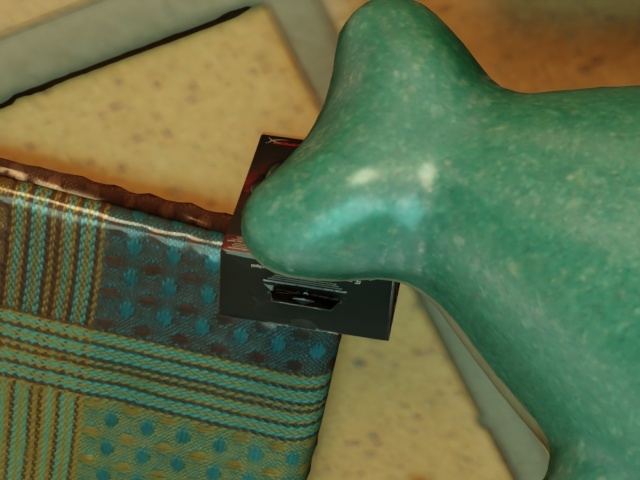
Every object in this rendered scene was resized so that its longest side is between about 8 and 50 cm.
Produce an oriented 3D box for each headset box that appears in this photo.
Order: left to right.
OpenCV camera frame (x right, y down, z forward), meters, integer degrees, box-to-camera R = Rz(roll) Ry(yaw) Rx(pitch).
[{"bbox_3d":[0.000,0.000,0.592,0.062,0.083,0.032,8,126,6],"label":"headset box"}]

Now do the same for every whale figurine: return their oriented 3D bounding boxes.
[{"bbox_3d":[0.114,0.009,0.500,0.272,0.216,0.141,28,162,5],"label":"whale figurine"}]

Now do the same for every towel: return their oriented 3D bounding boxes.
[{"bbox_3d":[-0.146,0.120,0.734,0.271,0.040,0.370,14,124,1],"label":"towel"}]
